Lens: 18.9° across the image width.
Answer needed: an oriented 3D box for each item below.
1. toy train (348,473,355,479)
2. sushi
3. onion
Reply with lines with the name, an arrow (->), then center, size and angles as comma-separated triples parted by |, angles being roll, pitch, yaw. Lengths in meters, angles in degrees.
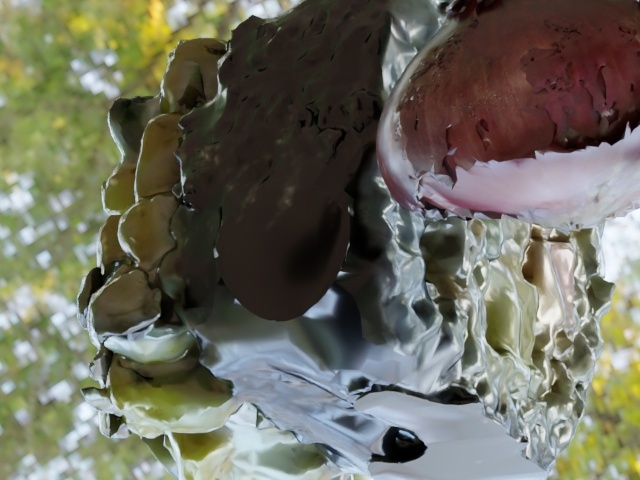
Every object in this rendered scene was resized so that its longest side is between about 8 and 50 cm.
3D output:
toy train -> -0.016, 0.053, 1.895 | 0.088, 0.086, 0.407 | -5, -96, 5
sushi -> 0.000, 0.000, 1.198 | 0.285, 0.328, 0.329 | -8, -114, 31
onion -> 0.113, -0.076, 0.929 | 0.184, 0.147, 0.184 | -11, 178, 0
